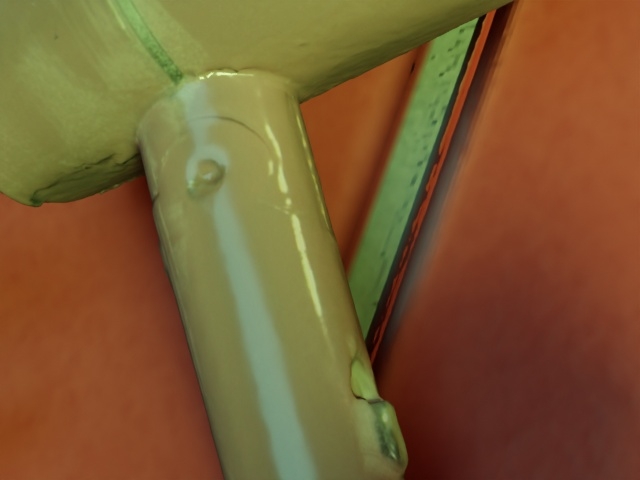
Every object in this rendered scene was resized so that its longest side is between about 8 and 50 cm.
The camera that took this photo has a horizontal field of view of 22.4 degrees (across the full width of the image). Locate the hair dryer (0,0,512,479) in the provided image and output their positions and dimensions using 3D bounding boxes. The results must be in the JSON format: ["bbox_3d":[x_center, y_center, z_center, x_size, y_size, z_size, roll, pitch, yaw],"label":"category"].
[{"bbox_3d":[0.000,0.000,0.533,0.210,0.125,0.352,-23,73,22],"label":"hair dryer"}]
